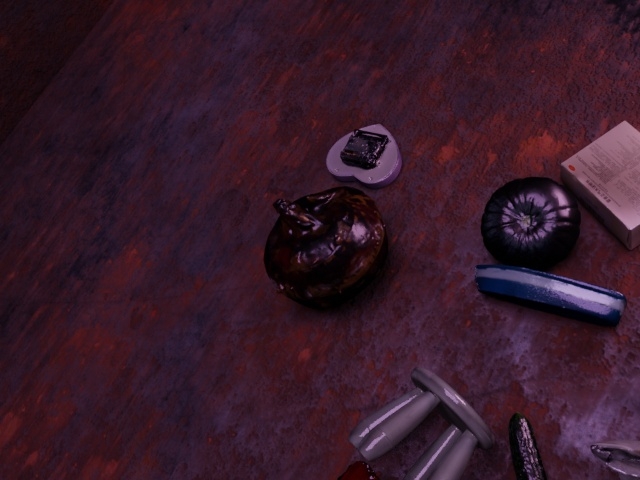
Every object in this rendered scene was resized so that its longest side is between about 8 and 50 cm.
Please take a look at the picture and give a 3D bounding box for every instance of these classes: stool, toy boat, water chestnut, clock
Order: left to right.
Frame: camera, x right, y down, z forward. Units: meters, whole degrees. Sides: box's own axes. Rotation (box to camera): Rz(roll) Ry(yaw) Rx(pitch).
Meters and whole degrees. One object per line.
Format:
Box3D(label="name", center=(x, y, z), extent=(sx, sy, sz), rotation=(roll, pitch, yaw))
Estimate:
Box3D(label="water chestnut", center=(0.000, 0.000, 1.451), extent=(0.300, 0.300, 0.299), rotation=(-11, 59, 19))
Box3D(label="clock", center=(0.114, -0.224, 1.652), extent=(0.198, 0.064, 0.172), rotation=(19, 73, 30))
Box3D(label="stool", center=(0.182, 0.362, 1.193), extent=(0.199, 0.195, 0.195), rotation=(-42, 86, -12))
Box3D(label="toy boat", center=(0.443, 0.104, 1.302), extent=(0.299, 0.096, 0.061), rotation=(14, 78, 32))

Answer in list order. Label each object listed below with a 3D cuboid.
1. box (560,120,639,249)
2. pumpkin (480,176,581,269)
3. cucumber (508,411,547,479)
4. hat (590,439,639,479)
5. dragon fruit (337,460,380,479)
Box3D(label="box", center=(0.626, -0.114, 1.339), extent=(0.168, 0.095, 0.212), rotation=(-33, 54, 2))
Box3D(label="pumpkin", center=(0.433, -0.034, 1.354), extent=(0.202, 0.140, 0.201), rotation=(-3, 83, 25))
Box3D(label="cucumber", center=(0.379, 0.414, 1.180), extent=(0.058, 0.052, 0.214), rotation=(-7, 57, -2))
Box3D(label="hat", center=(0.567, 0.395, 0.967), extent=(0.301, 0.168, 0.257), rotation=(-30, 75, 48))
Box3D(label="dragon fruit", center=(0.129, 0.586, 1.154), extent=(0.343, 0.100, 0.282), rotation=(42, 108, 36))
